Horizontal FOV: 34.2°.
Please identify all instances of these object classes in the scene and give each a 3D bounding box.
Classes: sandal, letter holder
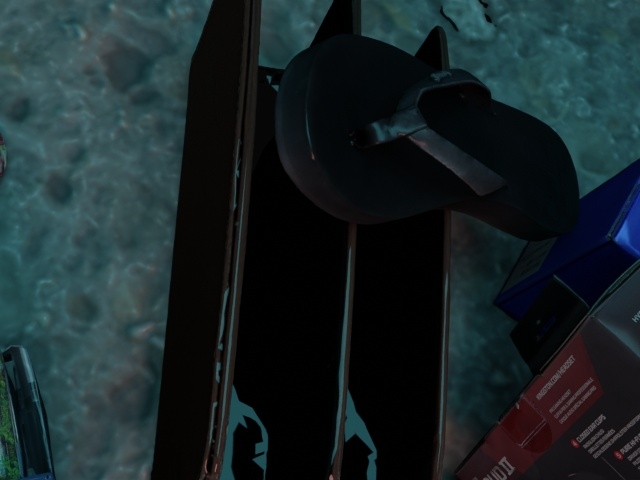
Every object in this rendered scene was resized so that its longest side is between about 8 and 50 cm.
[{"bbox_3d":[0.074,-0.056,0.561,0.254,0.054,0.097,5,74,-46],"label":"sandal"},{"bbox_3d":[0.000,0.000,0.596,0.152,0.214,0.302,7,72,-12],"label":"letter holder"}]

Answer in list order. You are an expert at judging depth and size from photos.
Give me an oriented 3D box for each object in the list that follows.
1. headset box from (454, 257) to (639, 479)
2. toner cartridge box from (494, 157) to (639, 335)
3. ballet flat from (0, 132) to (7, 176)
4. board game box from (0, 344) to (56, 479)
[{"bbox_3d":[0.216,0.140,0.557,0.110,0.218,0.293,-36,70,-30],"label":"headset box"},{"bbox_3d":[0.300,0.092,0.675,0.347,0.165,0.075,35,69,-3],"label":"toner cartridge box"},{"bbox_3d":[-0.309,-0.054,0.606,0.240,0.077,0.091,-2,74,-16],"label":"ballet flat"},{"bbox_3d":[-0.163,0.130,0.527,0.060,0.194,0.194,-9,77,-17],"label":"board game box"}]
